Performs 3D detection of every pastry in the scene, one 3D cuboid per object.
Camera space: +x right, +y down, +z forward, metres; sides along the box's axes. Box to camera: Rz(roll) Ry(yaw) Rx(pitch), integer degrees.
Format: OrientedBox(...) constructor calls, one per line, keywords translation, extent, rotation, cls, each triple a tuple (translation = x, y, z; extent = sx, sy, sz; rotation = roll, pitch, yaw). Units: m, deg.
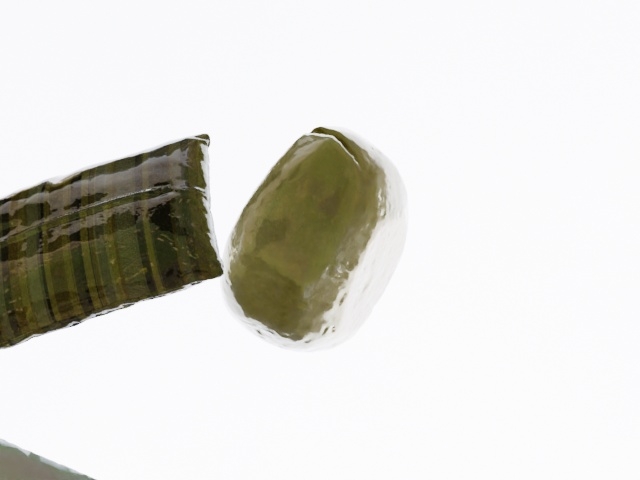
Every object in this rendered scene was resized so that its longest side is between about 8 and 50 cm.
OrientedBox(translation=(0.000, 0.000, 1.026), extent=(0.092, 0.156, 0.156), rotation=(22, -110, 15), cls="pastry")

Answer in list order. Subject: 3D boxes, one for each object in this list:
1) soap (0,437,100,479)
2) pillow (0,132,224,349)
OrientedBox(translation=(-0.180, 0.320, 1.095), extent=(0.261, 0.446, 0.156), rotation=(-35, -160, 34), cls="soap")
OrientedBox(translation=(-0.149, 0.009, 0.796), extent=(0.203, 0.038, 0.113), rotation=(-19, -136, 7), cls="pillow")
